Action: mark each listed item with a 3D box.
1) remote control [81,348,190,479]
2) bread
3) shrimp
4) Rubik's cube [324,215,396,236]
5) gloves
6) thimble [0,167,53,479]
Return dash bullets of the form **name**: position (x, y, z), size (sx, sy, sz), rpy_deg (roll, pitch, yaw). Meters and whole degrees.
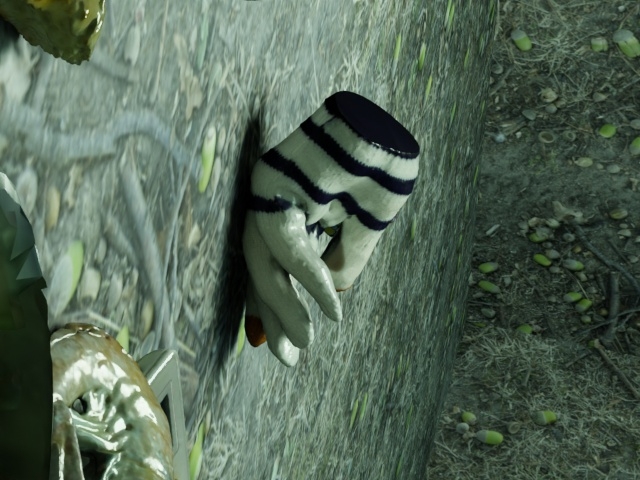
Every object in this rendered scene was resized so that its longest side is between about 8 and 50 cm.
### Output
- **remote control**: position (-0.127, 0.221, 0.996), size (0.109, 0.055, 0.313), rpy_deg (-53, 148, -51)
- **bread**: position (-0.114, -0.162, 0.651), size (0.154, 0.054, 0.136), rpy_deg (75, 25, -73)
- **shrimp**: position (-0.123, 0.134, 0.795), size (0.126, 0.047, 0.223), rpy_deg (57, 20, -36)
- **Rubik's cube**: position (0.029, -0.055, 1.398), size (0.093, 0.111, 0.111), rpy_deg (-52, -175, 32)
- **gloves**: position (-0.012, -0.008, 1.220), size (0.219, 0.131, 0.140), rpy_deg (-50, -178, 22)
- **thimble**: position (-0.174, 0.081, 0.316), size (0.271, 0.150, 0.271), rpy_deg (11, 90, -79)
